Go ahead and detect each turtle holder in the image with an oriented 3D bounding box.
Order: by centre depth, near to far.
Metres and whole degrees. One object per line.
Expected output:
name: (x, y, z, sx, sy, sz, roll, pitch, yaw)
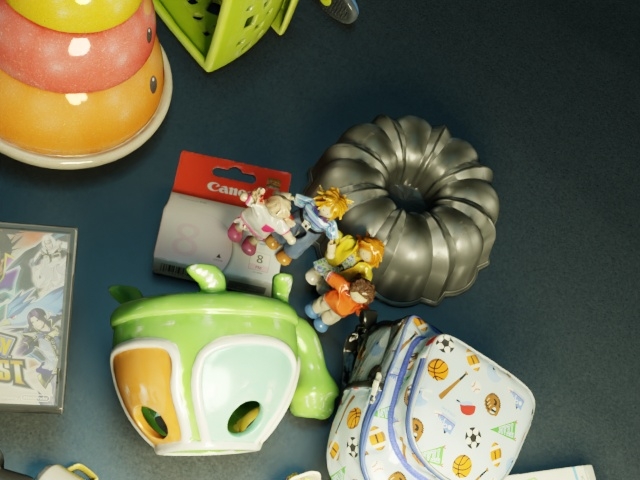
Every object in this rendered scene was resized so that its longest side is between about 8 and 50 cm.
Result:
turtle holder: (-0.137, 0.174, 1.454, 0.243, 0.320, 0.228, -9, 74, 19)

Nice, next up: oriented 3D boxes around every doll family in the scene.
doll family: (0.000, 0.000, 1.556, 0.263, 0.163, 0.118, 45, 50, -8)

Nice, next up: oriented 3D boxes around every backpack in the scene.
backpack: (0.144, 0.260, 1.454, 0.276, 0.213, 0.263, 32, 71, -15)

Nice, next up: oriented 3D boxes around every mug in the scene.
mug: (-0.335, 0.325, 1.404, 0.064, 0.078, 0.062, 33, 91, 17)

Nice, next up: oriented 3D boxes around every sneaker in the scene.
sneaker: (0.012, -0.481, 1.942, 0.082, 0.069, 0.209, -32, 72, -31)

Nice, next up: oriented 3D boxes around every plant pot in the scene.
plant pot: (-0.149, -0.456, 1.802, 0.207, 0.227, 0.228, -26, 69, -32)

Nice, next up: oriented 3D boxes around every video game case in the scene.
video game case: (-0.459, 0.092, 1.378, 0.274, 0.035, 0.248, 4, 69, -11)

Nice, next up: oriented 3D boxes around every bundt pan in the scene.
bundt pan: (0.137, -0.067, 1.700, 0.330, 0.124, 0.331, 6, 59, -10)

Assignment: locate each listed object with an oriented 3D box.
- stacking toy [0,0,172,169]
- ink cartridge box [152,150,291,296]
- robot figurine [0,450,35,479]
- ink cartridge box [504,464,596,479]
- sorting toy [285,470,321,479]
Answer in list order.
stacking toy: (-0.355, -0.355, 1.530, 0.350, 0.480, 0.351, 8, 60, -14)
ink cartridge box: (-0.145, -0.039, 1.656, 0.189, 0.066, 0.232, 12, 63, -6)
robot figurine: (-0.489, 0.309, 1.296, 0.278, 0.209, 0.174, 16, 88, -5)
ink cartridge box: (0.292, 0.386, 1.509, 0.209, 0.062, 0.109, -3, 62, -15)
sorting toy: (-0.031, 0.332, 1.454, 0.083, 0.075, 0.045, -15, 65, -22)
